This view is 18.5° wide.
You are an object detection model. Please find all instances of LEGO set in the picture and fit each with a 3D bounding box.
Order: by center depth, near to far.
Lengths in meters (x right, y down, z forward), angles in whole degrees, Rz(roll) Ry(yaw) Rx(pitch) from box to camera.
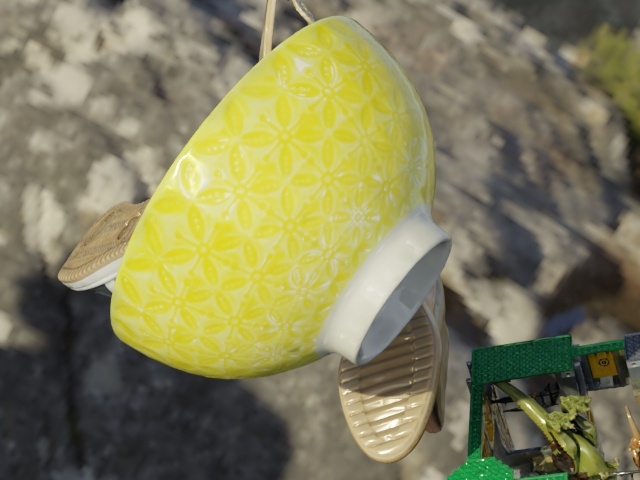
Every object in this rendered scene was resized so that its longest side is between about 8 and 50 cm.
[{"bbox_3d":[0.271,0.215,1.767,0.331,0.192,0.255,-15,37,7],"label":"LEGO set"}]

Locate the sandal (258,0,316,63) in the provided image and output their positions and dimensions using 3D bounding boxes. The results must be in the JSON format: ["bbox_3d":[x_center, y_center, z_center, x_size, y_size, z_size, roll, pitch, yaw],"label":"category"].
[{"bbox_3d":[-0.021,-0.141,1.755,0.079,0.240,0.088,9,-14,-2],"label":"sandal"}]

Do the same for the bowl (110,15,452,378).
[{"bbox_3d":[0.000,0.000,1.414,0.156,0.289,0.289,36,25,14],"label":"bowl"}]

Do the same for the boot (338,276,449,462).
[{"bbox_3d":[0.085,0.122,1.742,0.207,0.090,0.248,63,23,-51],"label":"boot"}]

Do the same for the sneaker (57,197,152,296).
[{"bbox_3d":[-0.132,0.035,1.846,0.153,0.282,0.099,41,62,-19],"label":"sneaker"}]
